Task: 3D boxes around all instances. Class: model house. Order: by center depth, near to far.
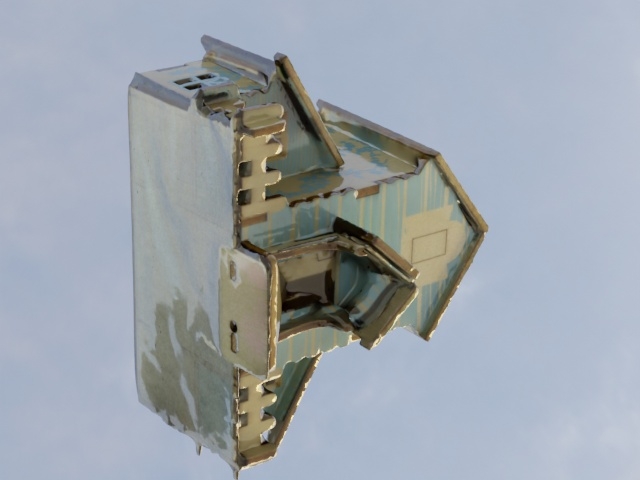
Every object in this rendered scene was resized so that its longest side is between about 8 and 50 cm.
[{"bbox_3d":[0.000,0.000,1.063,0.206,0.178,0.271,-15,-65,-36],"label":"model house"}]
